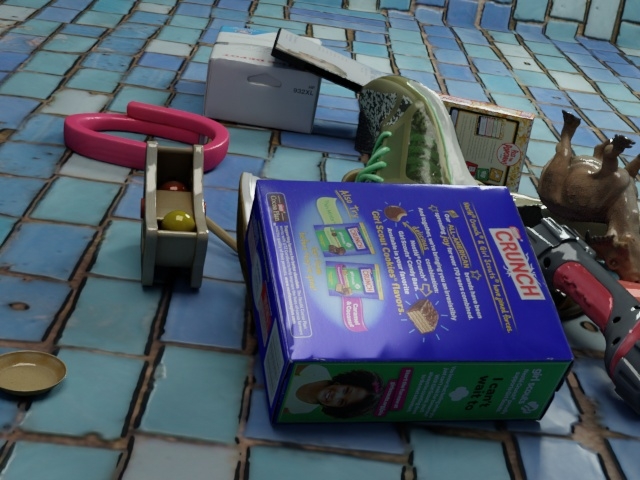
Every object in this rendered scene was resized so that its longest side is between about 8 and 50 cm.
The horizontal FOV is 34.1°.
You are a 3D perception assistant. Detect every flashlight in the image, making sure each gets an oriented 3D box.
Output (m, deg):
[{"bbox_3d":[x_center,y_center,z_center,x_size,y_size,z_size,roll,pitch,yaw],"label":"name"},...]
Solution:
[{"bbox_3d":[0.341,0.087,1.302,0.103,0.103,0.304,23,19,-39],"label":"flashlight"}]

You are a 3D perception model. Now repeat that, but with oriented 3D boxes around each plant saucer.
[{"bbox_3d":[-0.310,0.142,1.100,0.083,0.015,0.083,8,22,-3],"label":"plant saucer"}]

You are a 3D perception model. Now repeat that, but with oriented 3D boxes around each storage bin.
[{"bbox_3d":[0.164,-0.213,2.023,0.180,0.084,0.122,11,23,4],"label":"storage bin"}]

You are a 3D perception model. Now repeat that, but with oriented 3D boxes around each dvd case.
[{"bbox_3d":[0.026,-0.343,2.059,0.253,0.022,0.180,22,22,-8],"label":"dvd case"}]

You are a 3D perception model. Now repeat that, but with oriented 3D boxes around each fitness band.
[{"bbox_3d":[-0.304,-0.179,1.827,0.291,0.054,0.209,12,26,11],"label":"fitness band"}]

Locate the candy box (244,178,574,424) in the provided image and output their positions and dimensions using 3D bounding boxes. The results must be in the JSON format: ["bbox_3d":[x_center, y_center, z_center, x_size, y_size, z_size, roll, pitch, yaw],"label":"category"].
[{"bbox_3d":[0.089,0.064,1.180,0.317,0.122,0.268,1,47,-14],"label":"candy box"}]

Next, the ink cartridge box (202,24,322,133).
[{"bbox_3d":[-0.115,-0.338,2.159,0.223,0.129,0.307,9,23,-4],"label":"ink cartridge box"}]

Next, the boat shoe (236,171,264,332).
[{"bbox_3d":[-0.053,0.014,1.341,0.096,0.098,0.277,-5,44,-10],"label":"boat shoe"}]

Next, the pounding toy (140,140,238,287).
[{"bbox_3d":[-0.166,-0.045,1.415,0.155,0.154,0.269,3,24,-12],"label":"pounding toy"}]

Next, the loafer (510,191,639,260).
[{"bbox_3d":[0.371,-0.013,1.614,0.269,0.102,0.092,6,22,20],"label":"loafer"}]

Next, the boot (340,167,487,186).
[{"bbox_3d":[0.127,-0.104,1.733,0.262,0.095,0.203,1,24,-22],"label":"boot"}]

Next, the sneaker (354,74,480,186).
[{"bbox_3d":[0.109,-0.088,1.499,0.182,0.158,0.410,-9,50,-18],"label":"sneaker"}]

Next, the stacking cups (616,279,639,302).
[{"bbox_3d":[0.539,0.116,1.388,0.316,0.096,0.096,10,22,15],"label":"stacking cups"}]

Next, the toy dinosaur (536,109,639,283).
[{"bbox_3d":[0.381,-0.064,1.520,0.127,0.200,0.295,22,11,-28],"label":"toy dinosaur"}]

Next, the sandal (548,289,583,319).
[{"bbox_3d":[0.310,0.068,1.434,0.090,0.060,0.219,27,29,38],"label":"sandal"}]

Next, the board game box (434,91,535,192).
[{"bbox_3d":[0.277,-0.176,1.893,0.193,0.146,0.045,15,24,13],"label":"board game box"}]
